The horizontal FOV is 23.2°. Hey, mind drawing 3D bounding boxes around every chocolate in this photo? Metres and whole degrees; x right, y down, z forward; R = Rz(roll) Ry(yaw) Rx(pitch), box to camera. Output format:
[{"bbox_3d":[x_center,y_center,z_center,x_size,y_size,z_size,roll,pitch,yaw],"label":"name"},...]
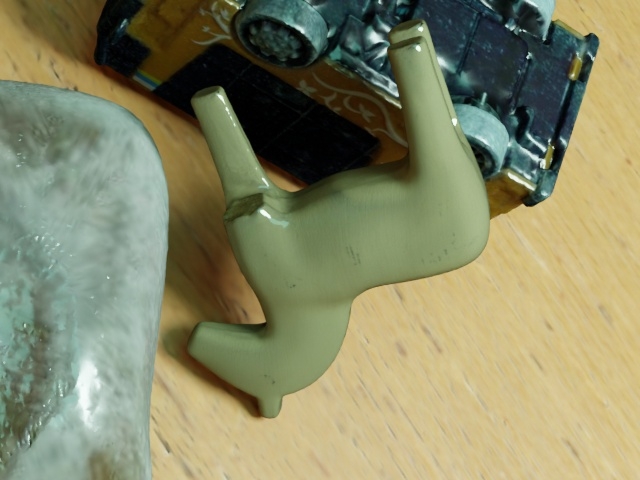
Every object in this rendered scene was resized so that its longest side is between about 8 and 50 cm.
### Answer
[{"bbox_3d":[-0.183,0.033,0.991,0.185,0.100,0.303,6,69,-18],"label":"chocolate"}]

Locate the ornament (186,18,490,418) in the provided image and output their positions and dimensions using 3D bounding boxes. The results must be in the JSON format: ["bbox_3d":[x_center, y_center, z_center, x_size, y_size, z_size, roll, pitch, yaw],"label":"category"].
[{"bbox_3d":[0.000,0.000,1.034,0.061,0.230,0.245,-84,156,-63],"label":"ornament"}]

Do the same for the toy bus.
[{"bbox_3d":[0.013,-0.141,1.120,0.323,0.194,0.162,30,62,-15],"label":"toy bus"}]
